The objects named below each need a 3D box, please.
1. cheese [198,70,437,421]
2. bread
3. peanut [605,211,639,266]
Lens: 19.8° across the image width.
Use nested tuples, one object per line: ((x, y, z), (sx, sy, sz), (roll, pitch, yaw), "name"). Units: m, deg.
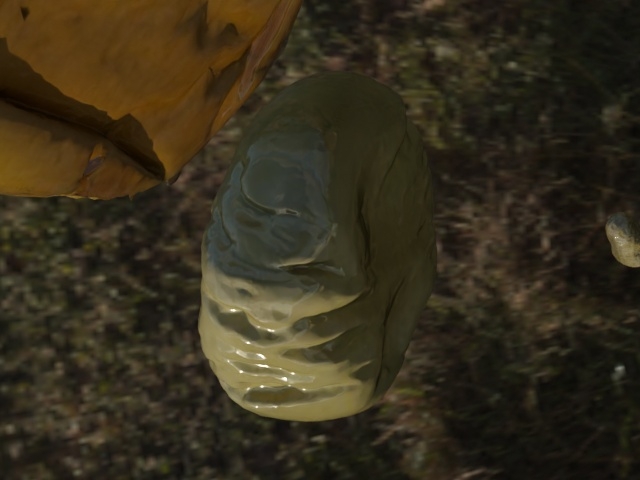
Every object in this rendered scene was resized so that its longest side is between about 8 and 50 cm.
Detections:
((0.000, 0.000, 1.204), (0.117, 0.226, 0.214), (10, 142, 19), "cheese")
((-0.136, -0.128, 0.711), (0.156, 0.288, 0.204), (36, 109, 24), "bread")
((0.295, 0.001, 1.762), (0.037, 0.083, 0.037), (-9, 64, 19), "peanut")
